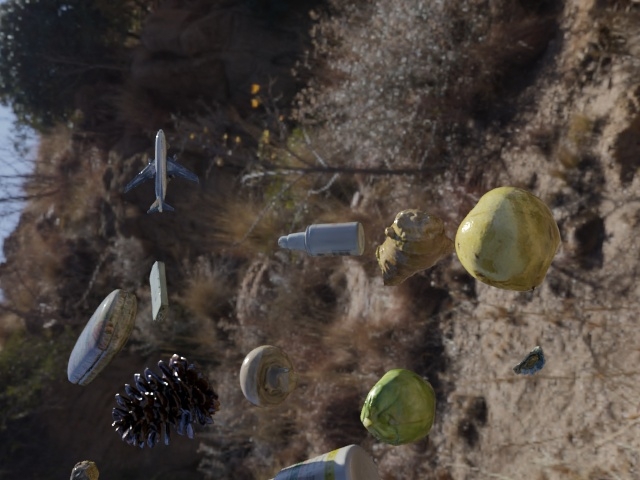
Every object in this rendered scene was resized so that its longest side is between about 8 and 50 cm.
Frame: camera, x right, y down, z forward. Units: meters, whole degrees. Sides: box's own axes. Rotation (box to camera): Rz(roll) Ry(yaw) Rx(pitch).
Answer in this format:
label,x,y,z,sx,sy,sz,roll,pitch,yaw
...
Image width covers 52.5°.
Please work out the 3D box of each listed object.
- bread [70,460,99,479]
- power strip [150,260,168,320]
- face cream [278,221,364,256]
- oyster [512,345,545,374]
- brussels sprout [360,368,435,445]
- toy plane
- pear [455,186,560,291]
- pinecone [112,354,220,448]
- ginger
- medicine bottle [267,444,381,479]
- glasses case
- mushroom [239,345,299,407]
label,x,y,z,sx,sy,sz,roll,pitch,yaw
bread,-0.501,0.521,1.370,0.066,0.060,0.110,-40,44,40
power strip,-0.485,0.155,1.956,0.080,0.029,0.226,-59,33,33
face cream,0.000,0.000,1.931,0.101,0.252,0.101,-2,-90,-74
oyster,0.611,0.355,1.910,0.037,0.100,0.098,-96,-19,-49
brussels sprout,0.222,0.467,1.823,0.161,0.223,0.223,-154,69,-65
toy plane,-0.412,-0.176,1.677,0.058,0.226,0.226,39,-131,-62
pear,0.561,-0.001,1.932,0.309,0.310,0.309,-174,90,-86
pinecone,-0.429,0.453,1.767,0.246,0.292,0.246,21,121,39
ginger,0.227,0.026,1.697,0.354,0.190,0.126,129,145,-60
medicine bottle,-0.024,0.672,1.659,0.208,0.340,0.208,53,-158,-32
glasses case,-0.546,0.249,1.612,0.425,0.098,0.156,-40,34,52
mushroom,-0.153,0.441,2.098,0.204,0.204,0.204,-174,90,-86
